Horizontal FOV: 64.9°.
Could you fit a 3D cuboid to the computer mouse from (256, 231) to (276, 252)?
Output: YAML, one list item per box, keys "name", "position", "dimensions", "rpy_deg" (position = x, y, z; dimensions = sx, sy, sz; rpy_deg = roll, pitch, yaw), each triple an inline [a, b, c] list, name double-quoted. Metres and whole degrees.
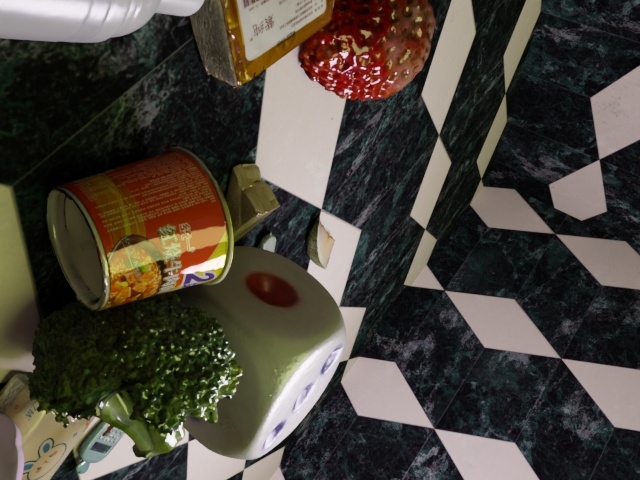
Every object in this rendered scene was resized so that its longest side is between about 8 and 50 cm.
- name: "computer mouse"
  position: [-0.132, 0.028, 1.168]
  dimensions: [0.056, 0.032, 0.110]
  rpy_deg: [-19, 125, -59]

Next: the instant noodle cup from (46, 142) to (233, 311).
- name: "instant noodle cup"
  position: [-0.248, -0.011, 0.676]
  dimensions: [0.174, 0.213, 0.213]
  rpy_deg: [-22, 138, -42]

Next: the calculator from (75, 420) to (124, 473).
- name: "calculator"
  position: [-0.437, 0.401, 1.019]
  dimensions: [0.153, 0.021, 0.095]
  rpy_deg: [-51, 156, -20]

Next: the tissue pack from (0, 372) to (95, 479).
- name: "tissue pack"
  position: [-0.458, 0.313, 0.772]
  dimensions: [0.196, 0.092, 0.148]
  rpy_deg: [-54, 158, -9]

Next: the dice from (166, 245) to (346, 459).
- name: "dice"
  position: [-0.143, 0.214, 1.008]
  dimensions: [0.277, 0.304, 0.304]
  rpy_deg: [-21, 140, -55]

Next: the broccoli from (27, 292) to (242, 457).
- name: "broccoli"
  position: [-0.261, 0.181, 0.733]
  dimensions: [0.235, 0.288, 0.260]
  rpy_deg: [-51, 136, -12]

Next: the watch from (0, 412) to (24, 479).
- name: "watch"
  position: [-0.452, 0.284, 0.558]
  dimensions: [0.211, 0.248, 0.217]
  rpy_deg: [-14, 151, -18]

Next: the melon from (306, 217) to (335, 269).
- name: "melon"
  position: [-0.003, 0.007, 1.385]
  dimensions: [0.097, 0.054, 0.182]
  rpy_deg: [-61, 159, -10]

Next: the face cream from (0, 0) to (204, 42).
- name: "face cream"
  position: [-0.233, -0.254, 0.447]
  dimensions: [0.370, 0.146, 0.145]
  rpy_deg: [-26, 141, -52]

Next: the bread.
- name: "bread"
  position: [-0.164, -0.067, 0.991]
  dimensions: [0.152, 0.105, 0.077]
  rpy_deg: [-34, 174, 34]

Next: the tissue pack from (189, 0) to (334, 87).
- name: "tissue pack"
  position: [-0.078, -0.352, 0.717]
  dimensions: [0.226, 0.092, 0.183]
  rpy_deg: [-48, 155, -28]

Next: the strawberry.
- name: "strawberry"
  position: [0.106, -0.386, 0.984]
  dimensions: [0.336, 0.149, 0.264]
  rpy_deg: [-31, 146, -47]

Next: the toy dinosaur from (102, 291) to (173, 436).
- name: "toy dinosaur"
  position: [-0.326, 0.189, 0.868]
  dimensions: [0.055, 0.102, 0.279]
  rpy_deg: [122, -24, -75]
